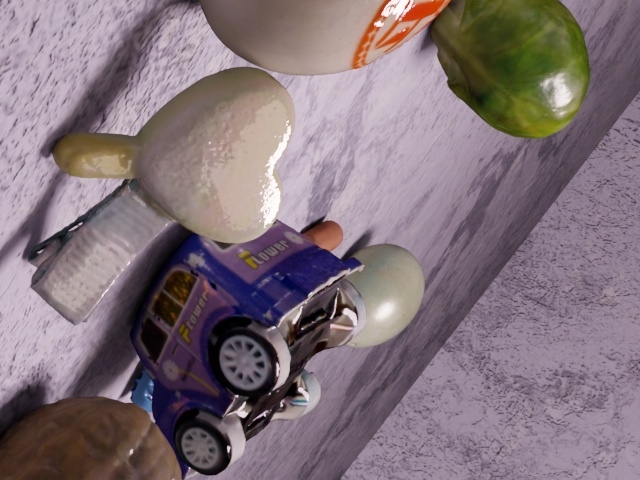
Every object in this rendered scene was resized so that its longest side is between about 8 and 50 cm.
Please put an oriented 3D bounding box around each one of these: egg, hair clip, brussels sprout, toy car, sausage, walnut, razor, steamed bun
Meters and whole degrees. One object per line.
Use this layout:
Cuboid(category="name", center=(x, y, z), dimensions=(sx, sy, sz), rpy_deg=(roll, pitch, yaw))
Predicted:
Cuboid(category="egg", center=(0.066, 0.070, 2.394), dimensions=(0.152, 0.114, 0.114), rpy_deg=(-46, 167, -28))
Cuboid(category="hair clip", center=(-0.113, -0.039, 1.285), dimensions=(0.218, 0.071, 0.159), rpy_deg=(-42, 131, 10))
Cuboid(category="brussels sprout", center=(0.204, -0.194, 1.995), dimensions=(0.144, 0.181, 0.161), rpy_deg=(-48, 178, 2))
Cuboid(category="toy car", center=(-0.080, 0.089, 1.684), dimensions=(0.172, 0.158, 0.235), rpy_deg=(-29, 153, -57))
Cuboid(category="sausage", center=(0.000, 0.000, 2.100), dimensions=(0.034, 0.034, 0.083), rpy_deg=(-59, 168, 22))
Cuboid(category="walnut", center=(-0.214, 0.227, 1.541), dimensions=(0.230, 0.178, 0.178), rpy_deg=(-44, 166, -28))
Cuboid(category="razor", center=(-0.110, 0.059, 1.786), dimensions=(0.253, 0.042, 0.082), rpy_deg=(-57, 169, 20))
Cuboid(category="steamed bun", center=(0.030, -0.206, 1.280), dimensions=(0.232, 0.145, 0.232), rpy_deg=(-52, 169, -15))
